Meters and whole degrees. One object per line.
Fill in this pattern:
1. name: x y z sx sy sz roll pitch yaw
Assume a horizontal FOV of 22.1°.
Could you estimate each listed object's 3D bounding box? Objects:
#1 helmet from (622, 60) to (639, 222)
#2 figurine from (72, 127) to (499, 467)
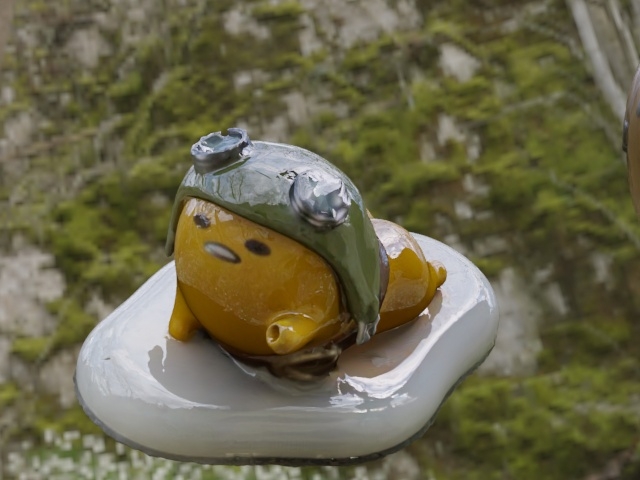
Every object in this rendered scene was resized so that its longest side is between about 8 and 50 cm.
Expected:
1. helmet: 0.242 -0.072 0.888 0.198 0.130 0.224 8 -77 -53
2. figurine: 0.000 0.000 0.805 0.250 0.166 0.141 -26 -44 -46
